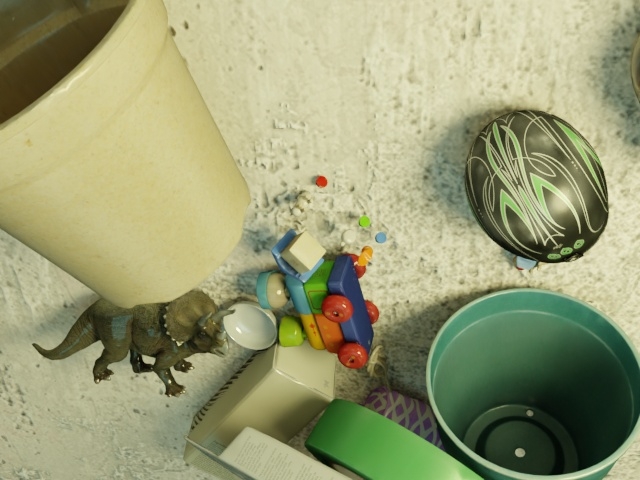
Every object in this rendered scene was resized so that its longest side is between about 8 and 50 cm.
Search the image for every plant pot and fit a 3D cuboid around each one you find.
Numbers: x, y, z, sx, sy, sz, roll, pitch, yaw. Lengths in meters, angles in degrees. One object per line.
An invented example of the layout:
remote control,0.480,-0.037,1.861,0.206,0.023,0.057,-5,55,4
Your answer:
plant pot,-0.239,-0.097,0.859,0.333,0.334,0.305,-18,134,18
plant pot,0.283,0.250,1.092,0.271,0.272,0.255,-2,141,7

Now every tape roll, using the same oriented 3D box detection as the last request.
tape roll,0.129,0.337,1.084,0.321,0.077,0.321,32,163,11

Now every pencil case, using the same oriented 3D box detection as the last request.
pencil case,0.160,0.302,1.248,0.206,0.086,0.088,31,162,-16

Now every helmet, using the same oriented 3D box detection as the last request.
helmet,0.246,-0.064,0.918,0.169,0.169,0.161,-29,136,25

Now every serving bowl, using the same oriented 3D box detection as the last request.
serving bowl,-0.098,0.119,1.160,0.083,0.027,0.083,9,124,14

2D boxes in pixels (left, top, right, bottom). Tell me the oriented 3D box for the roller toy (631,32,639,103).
roller toy,0.429,-0.168,0.819,0.209,0.146,0.191,-29,119,25

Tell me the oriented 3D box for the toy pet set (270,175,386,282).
toy pet set,0.000,0.000,1.032,0.122,0.114,0.065,44,157,-9

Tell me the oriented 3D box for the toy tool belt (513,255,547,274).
toy tool belt,0.273,0.017,1.034,0.052,0.051,0.083,13,128,-4

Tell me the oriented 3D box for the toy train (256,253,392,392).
toy train,0.007,0.135,1.127,0.143,0.105,0.248,-3,128,21

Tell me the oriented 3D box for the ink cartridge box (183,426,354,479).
ink cartridge box,0.009,0.376,1.147,0.330,0.071,0.324,19,158,36

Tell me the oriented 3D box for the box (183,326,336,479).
box,-0.097,0.262,1.232,0.113,0.094,0.275,32,123,-18

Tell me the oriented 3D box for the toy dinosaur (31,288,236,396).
toy dinosaur,-0.259,0.133,1.158,0.313,0.121,0.160,8,111,13
